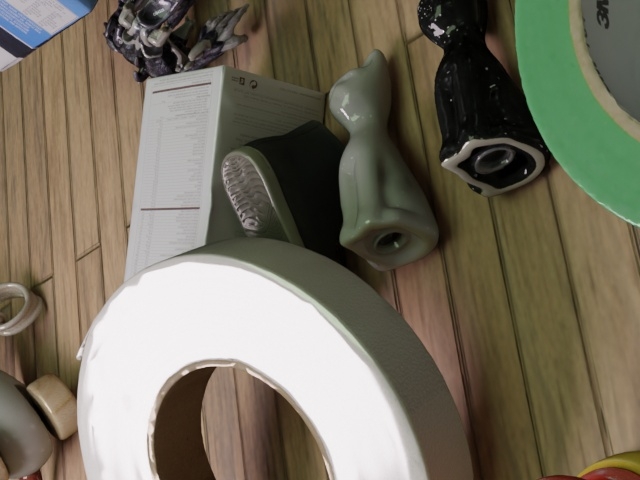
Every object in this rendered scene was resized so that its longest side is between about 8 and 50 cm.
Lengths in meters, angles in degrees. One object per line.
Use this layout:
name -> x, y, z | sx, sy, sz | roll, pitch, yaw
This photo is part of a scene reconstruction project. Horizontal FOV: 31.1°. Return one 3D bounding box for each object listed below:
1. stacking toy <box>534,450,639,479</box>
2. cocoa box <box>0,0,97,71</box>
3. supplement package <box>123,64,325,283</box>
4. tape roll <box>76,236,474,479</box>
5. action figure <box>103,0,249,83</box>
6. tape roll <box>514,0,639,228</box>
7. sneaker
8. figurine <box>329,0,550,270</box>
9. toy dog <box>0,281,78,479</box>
stacking toy -> 0.231, 0.286, 0.703 | 0.309, 0.130, 0.279 | 4, 86, 50
cocoa box -> -0.340, -0.421, 1.345 | 0.228, 0.231, 0.347 | -16, 45, 47
supplement package -> -0.097, -0.036, 1.148 | 0.139, 0.134, 0.244 | 2, 84, 49
tape roll -> -0.053, 0.190, 0.990 | 0.392, 0.072, 0.391 | 11, 109, 34
action figure -> -0.161, -0.245, 1.247 | 0.164, 0.275, 0.141 | 42, 78, 8
tape roll -> 0.252, -0.148, 0.611 | 0.321, 0.077, 0.321 | -13, 72, 46
sneaker -> 0.000, 0.000, 1.081 | 0.083, 0.118, 0.222 | -4, 109, 49
figurine -> 0.084, -0.110, 0.999 | 0.215, 0.092, 0.209 | -39, 47, 40
toy dog -> -0.430, 0.220, 1.480 | 0.333, 0.220, 0.161 | -127, 26, -49
